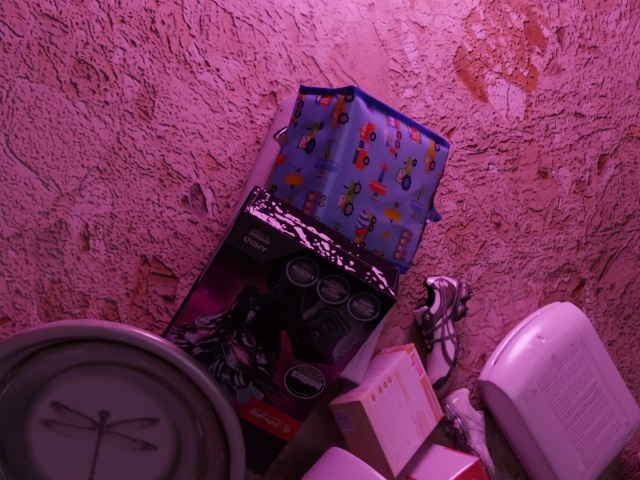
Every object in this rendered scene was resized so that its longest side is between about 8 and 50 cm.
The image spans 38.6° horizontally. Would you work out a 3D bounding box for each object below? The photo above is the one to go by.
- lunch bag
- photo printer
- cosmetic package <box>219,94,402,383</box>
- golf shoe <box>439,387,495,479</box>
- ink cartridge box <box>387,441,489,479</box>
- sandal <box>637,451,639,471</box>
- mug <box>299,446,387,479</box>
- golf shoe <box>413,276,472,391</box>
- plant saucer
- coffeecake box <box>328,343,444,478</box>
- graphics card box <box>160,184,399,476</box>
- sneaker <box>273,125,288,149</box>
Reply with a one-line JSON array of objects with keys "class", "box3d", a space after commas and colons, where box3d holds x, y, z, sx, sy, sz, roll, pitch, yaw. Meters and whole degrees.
[{"class": "lunch bag", "box3d": [0.083, -0.078, 1.369, 0.293, 0.138, 0.220, 20, 87, -38]}, {"class": "photo printer", "box3d": [0.433, 0.285, 1.675, 0.256, 0.107, 0.307, -40, 106, -24]}, {"class": "cosmetic package", "box3d": [0.000, 0.000, 1.454, 0.284, 0.097, 0.377, 27, 76, -22]}, {"class": "golf shoe", "box3d": [0.273, 0.341, 1.611, 0.086, 0.069, 0.176, -38, 107, -30]}, {"class": "ink cartridge box", "box3d": [0.222, 0.468, 1.516, 0.100, 0.172, 0.237, -30, 103, -26]}, {"class": "sandal", "box3d": [0.719, 0.597, 1.821, 0.102, 0.169, 0.416, -32, 108, 16]}, {"class": "mug", "box3d": [0.023, 0.548, 1.376, 0.328, 0.276, 0.374, -46, 140, -18]}, {"class": "golf shoe", "box3d": [0.195, 0.157, 1.577, 0.094, 0.077, 0.198, 16, 76, -13]}, {"class": "plant saucer", "box3d": [-0.299, 0.274, 1.224, 0.401, 0.100, 0.400, -1, 109, -1]}, {"class": "coffeecake box", "box3d": [0.111, 0.275, 1.483, 0.185, 0.068, 0.142, -36, 106, -50]}, {"class": "graphics card box", "box3d": [-0.084, 0.134, 1.253, 0.233, 0.094, 0.371, 31, 115, -8]}, {"class": "sneaker", "box3d": [-0.020, -0.165, 1.382, 0.109, 0.040, 0.043, -33, 112, -18]}]
